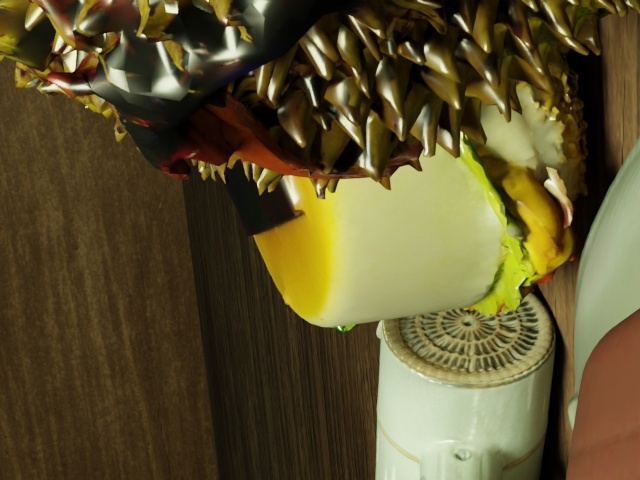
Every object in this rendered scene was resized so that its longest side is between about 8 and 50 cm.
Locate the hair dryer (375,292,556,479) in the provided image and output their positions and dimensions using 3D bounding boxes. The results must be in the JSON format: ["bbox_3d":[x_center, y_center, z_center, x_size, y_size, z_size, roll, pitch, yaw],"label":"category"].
[{"bbox_3d":[0.076,0.193,1.085,0.357,0.108,0.173,-81,-8,-51],"label":"hair dryer"}]

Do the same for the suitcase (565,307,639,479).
[{"bbox_3d":[0.160,0.106,0.464,0.297,0.161,0.236,119,160,-76],"label":"suitcase"}]

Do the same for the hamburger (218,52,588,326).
[{"bbox_3d":[0.030,-0.089,1.049,0.294,0.179,0.276,65,166,2],"label":"hamburger"}]

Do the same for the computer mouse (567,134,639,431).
[{"bbox_3d":[0.153,0.049,0.804,0.331,0.095,0.197,105,157,-68],"label":"computer mouse"}]

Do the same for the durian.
[{"bbox_3d":[-0.015,-0.180,0.758,0.348,0.384,0.347,11,-103,-57],"label":"durian"}]

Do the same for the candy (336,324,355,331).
[{"bbox_3d":[-0.001,0.000,1.828,0.102,0.032,0.178,179,81,-80],"label":"candy"}]

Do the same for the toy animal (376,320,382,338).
[{"bbox_3d":[0.087,0.036,1.237,0.071,0.085,0.124,52,161,34],"label":"toy animal"}]
